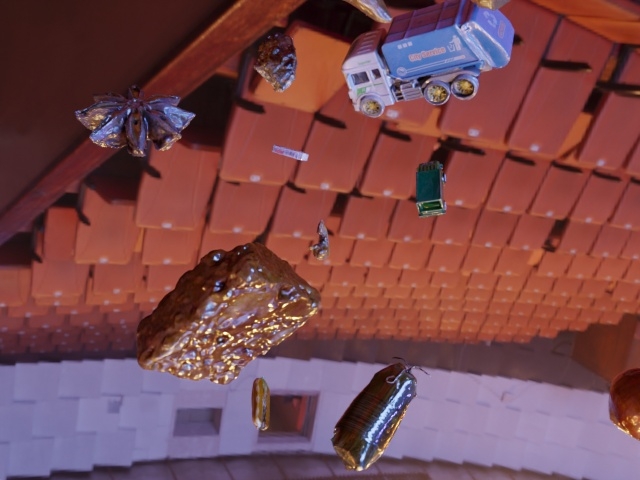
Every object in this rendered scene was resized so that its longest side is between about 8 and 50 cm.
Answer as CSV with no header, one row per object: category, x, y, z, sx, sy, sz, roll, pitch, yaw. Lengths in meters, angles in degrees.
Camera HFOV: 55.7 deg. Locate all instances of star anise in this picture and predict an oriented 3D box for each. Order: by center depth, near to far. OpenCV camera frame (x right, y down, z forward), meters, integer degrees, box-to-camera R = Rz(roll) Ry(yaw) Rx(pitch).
star anise,-0.520,-0.339,1.717,0.332,0.117,0.332,2,-139,-2

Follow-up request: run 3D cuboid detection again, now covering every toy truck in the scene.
toy truck,0.224,-0.394,1.309,0.367,0.175,0.146,-7,-137,30
toy truck,0.262,-0.123,1.439,0.065,0.147,0.079,-7,139,18

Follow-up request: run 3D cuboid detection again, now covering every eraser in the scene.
eraser,-0.107,-0.308,2.131,0.122,0.029,0.052,19,-170,22

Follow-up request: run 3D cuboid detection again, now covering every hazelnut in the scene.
hazelnut,0.724,0.354,1.337,0.182,0.182,0.182,8,-171,-1

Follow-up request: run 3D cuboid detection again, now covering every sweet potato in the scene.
sweet potato,0.073,-0.671,1.606,0.292,0.097,0.097,23,-174,-12

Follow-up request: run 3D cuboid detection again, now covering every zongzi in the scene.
zongzi,0.120,0.382,1.309,0.111,0.247,0.241,34,161,16

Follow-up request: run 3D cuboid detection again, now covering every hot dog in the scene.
hot dog,-0.092,0.242,0.901,0.021,0.037,0.083,-25,-142,19

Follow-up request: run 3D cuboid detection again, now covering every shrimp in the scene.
shrimp,-0.004,0.001,1.972,0.051,0.132,0.187,-10,-171,9

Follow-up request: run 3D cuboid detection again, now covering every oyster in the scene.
oyster,-0.107,-0.426,1.454,0.105,0.177,0.056,-15,158,19

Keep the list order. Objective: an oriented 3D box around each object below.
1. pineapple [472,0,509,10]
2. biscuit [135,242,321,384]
pineapple,0.168,-0.366,0.713,0.197,0.108,0.108,54,-152,19
biscuit,-0.234,0.188,1.528,0.342,0.395,0.166,34,-160,-51
